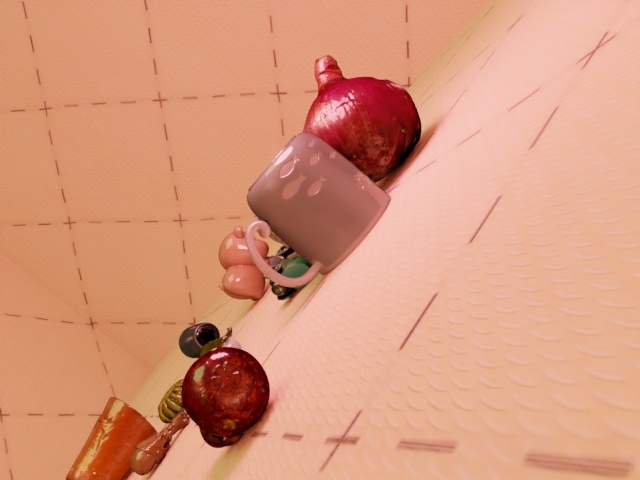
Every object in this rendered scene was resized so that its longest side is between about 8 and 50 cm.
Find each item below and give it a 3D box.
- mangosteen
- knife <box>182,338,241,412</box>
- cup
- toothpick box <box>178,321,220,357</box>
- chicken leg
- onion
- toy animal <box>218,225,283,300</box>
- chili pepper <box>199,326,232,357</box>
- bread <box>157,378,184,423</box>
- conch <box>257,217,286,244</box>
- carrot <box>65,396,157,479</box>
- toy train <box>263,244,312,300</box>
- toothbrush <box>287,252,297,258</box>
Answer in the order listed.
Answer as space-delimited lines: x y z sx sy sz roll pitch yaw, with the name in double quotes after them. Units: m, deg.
-0.172 0.265 1.141 0.156 0.146 0.181 -56 10 -30 "mangosteen"
-0.332 0.411 1.826 0.331 0.044 0.080 -53 8 -4 "knife"
-0.045 -0.065 1.588 0.356 0.274 0.259 -52 7 -25 "cup"
-0.434 0.358 2.391 0.120 0.120 0.184 -53 11 -29 "toothpick box"
-0.401 0.500 1.652 0.198 0.069 0.085 -46 5 -40 "chicken leg"
0.085 -0.337 1.806 0.348 0.385 0.348 -25 -11 -5 "onion"
-0.272 0.097 2.332 0.221 0.229 0.210 -54 3 -20 "toy animal"
-0.337 0.351 2.055 0.359 0.076 0.085 -90 16 -79 "chili pepper"
-0.423 0.467 1.944 0.139 0.071 0.130 -48 12 13 "bread"
-0.040 -0.112 2.109 0.319 0.215 0.303 23 75 49 "conch"
-0.616 0.609 1.908 0.254 0.196 0.196 -54 8 -33 "carrot"
-0.058 0.064 1.787 0.159 0.101 0.248 -29 16 23 "toy train"
0.000 0.000 1.743 0.204 0.017 0.022 -29 14 -19 "toothbrush"
